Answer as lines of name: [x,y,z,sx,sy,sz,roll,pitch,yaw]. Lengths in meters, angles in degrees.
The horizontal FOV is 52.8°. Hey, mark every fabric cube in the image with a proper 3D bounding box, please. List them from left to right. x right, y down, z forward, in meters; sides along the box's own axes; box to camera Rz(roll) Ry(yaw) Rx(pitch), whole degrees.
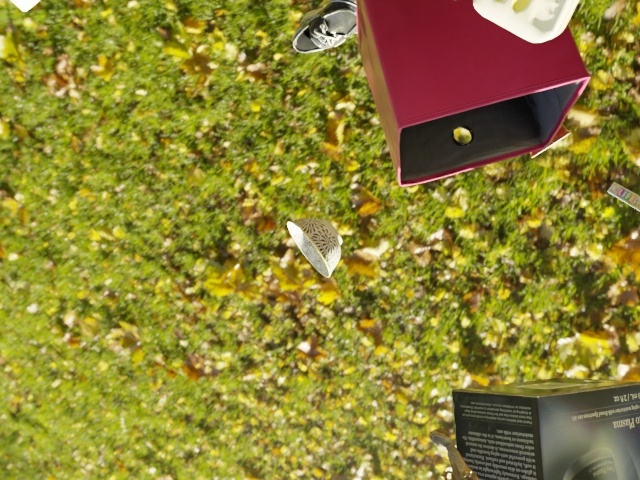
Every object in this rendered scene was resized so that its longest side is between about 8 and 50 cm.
fabric cube: [0.202,-0.263,0.960,0.254,0.259,0.258,-16,75,3]

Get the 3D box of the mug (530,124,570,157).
mug: [0.550,-0.312,1.702,0.169,0.113,0.150,57,156,4]

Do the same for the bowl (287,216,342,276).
bowl: [0.000,0.000,1.581,0.170,0.080,0.170,49,166,17]

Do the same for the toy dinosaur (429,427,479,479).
toy dinosaur: [0.180,0.325,0.760,0.064,0.112,0.211,-12,92,-3]

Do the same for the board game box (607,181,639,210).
board game box: [0.715,-0.070,1.409,0.154,0.103,0.026,22,108,-28]

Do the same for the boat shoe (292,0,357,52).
boat shoe: [0.021,-0.515,1.558,0.108,0.102,0.301,38,166,-29]

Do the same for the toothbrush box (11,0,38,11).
toothbrush box: [-0.157,-0.299,0.328,0.126,0.216,0.295,40,166,4]

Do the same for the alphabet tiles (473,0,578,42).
alphabet tiles: [0.138,-0.267,0.378,0.278,0.021,0.284,39,142,20]

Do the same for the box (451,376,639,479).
box: [0.382,0.378,1.024,0.183,0.296,0.293,-13,77,55]

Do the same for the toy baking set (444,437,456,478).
toy baking set: [0.345,0.428,1.257,0.256,0.030,0.196,-16,127,23]
